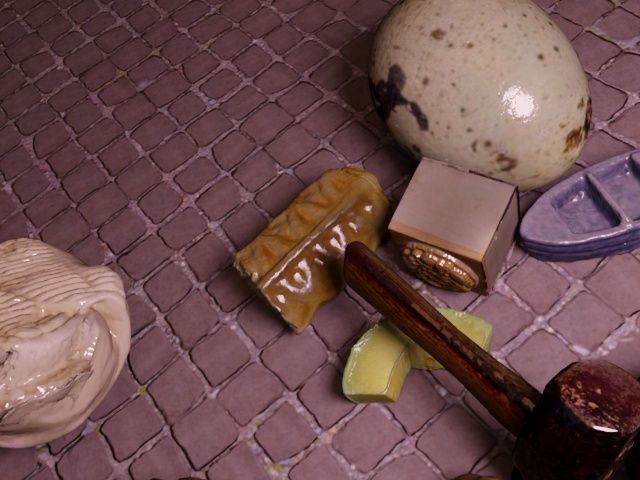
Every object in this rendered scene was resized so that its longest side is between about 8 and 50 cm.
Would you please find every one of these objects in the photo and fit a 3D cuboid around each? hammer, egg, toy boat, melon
[{"bbox_3d":[0.166,0.145,0.798,0.095,0.242,0.409,-35,57,-26],"label":"hammer"},{"bbox_3d":[0.237,-0.233,1.017,0.288,0.287,0.379,-40,66,-12],"label":"egg"},{"bbox_3d":[0.420,-0.049,0.972,0.283,0.078,0.127,-23,55,0],"label":"toy boat"},{"bbox_3d":[0.135,0.159,0.923,0.210,0.064,0.118,-8,55,7],"label":"melon"}]

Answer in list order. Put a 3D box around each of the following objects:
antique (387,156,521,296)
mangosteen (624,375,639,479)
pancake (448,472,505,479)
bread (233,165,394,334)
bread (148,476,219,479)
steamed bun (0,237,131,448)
[{"bbox_3d":[0.195,-0.011,0.961,0.152,0.146,0.148,22,73,26],"label":"antique"},{"bbox_3d":[0.434,0.202,0.689,0.236,0.261,0.235,-15,49,18],"label":"mangosteen"},{"bbox_3d":[0.125,0.341,0.723,0.042,0.222,0.236,49,47,-1],"label":"pancake"},{"bbox_3d":[0.000,0.000,1.024,0.152,0.130,0.267,45,74,-4],"label":"bread"},{"bbox_3d":[-0.105,0.392,0.795,0.244,0.123,0.190,-1,59,15],"label":"bread"},{"bbox_3d":[-0.452,0.169,0.968,0.347,0.237,0.394,-3,23,-13],"label":"steamed bun"}]
